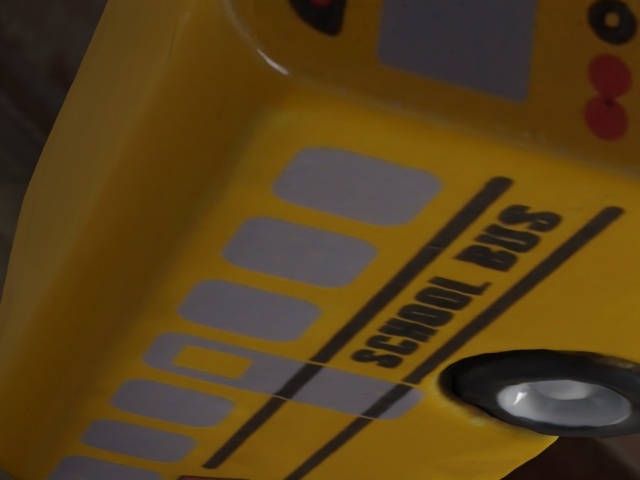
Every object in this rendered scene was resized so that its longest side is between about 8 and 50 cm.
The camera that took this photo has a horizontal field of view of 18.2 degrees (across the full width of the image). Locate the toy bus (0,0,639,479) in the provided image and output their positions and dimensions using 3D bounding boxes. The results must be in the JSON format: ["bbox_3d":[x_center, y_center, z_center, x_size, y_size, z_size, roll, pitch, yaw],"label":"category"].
[{"bbox_3d":[0.000,0.000,0.483,0.130,0.333,0.108,13,-114,-13],"label":"toy bus"}]
